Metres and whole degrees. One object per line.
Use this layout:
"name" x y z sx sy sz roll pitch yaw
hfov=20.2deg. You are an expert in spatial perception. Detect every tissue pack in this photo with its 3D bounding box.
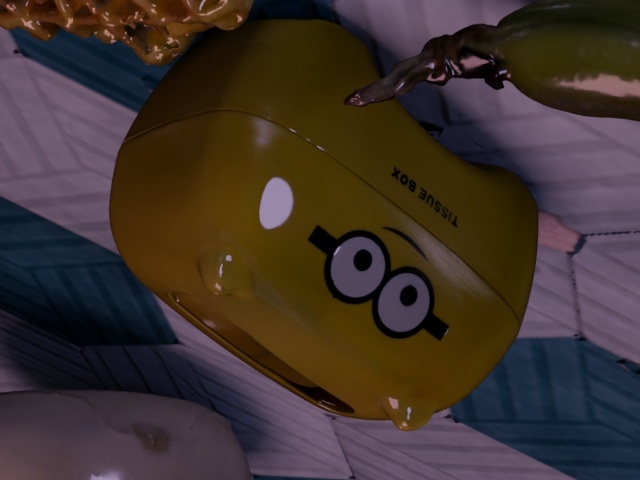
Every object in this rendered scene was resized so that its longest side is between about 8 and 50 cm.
"tissue pack" 0.000 0.000 0.766 0.178 0.127 0.123 39 152 -29

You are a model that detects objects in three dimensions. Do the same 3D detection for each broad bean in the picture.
"broad bean" 0.177 -0.032 0.647 0.325 0.067 0.075 23 124 4

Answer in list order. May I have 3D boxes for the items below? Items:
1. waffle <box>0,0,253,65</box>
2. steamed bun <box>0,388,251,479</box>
"waffle" -0.108 -0.130 0.701 0.191 0.038 0.191 18 154 9
"steamed bun" -0.159 0.185 1.150 0.232 0.145 0.232 -1 163 0
